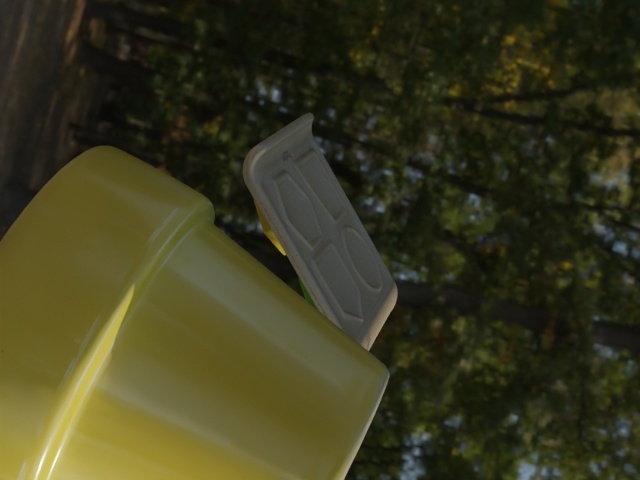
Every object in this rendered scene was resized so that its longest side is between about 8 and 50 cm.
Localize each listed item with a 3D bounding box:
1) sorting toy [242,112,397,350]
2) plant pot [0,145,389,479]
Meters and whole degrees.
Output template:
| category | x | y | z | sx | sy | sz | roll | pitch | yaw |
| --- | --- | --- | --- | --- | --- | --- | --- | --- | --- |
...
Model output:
| category | x | y | z | sx | sy | sz | roll | pitch | yaw |
| --- | --- | --- | --- | --- | --- | --- | --- | --- | --- |
| sorting toy | 0.000 | 0.000 | 1.012 | 0.038 | 0.208 | 0.193 | -22 | -171 | 19 |
| plant pot | -0.095 | 0.102 | 0.747 | 0.254 | 0.239 | 0.254 | -62 | 176 | -8 |
